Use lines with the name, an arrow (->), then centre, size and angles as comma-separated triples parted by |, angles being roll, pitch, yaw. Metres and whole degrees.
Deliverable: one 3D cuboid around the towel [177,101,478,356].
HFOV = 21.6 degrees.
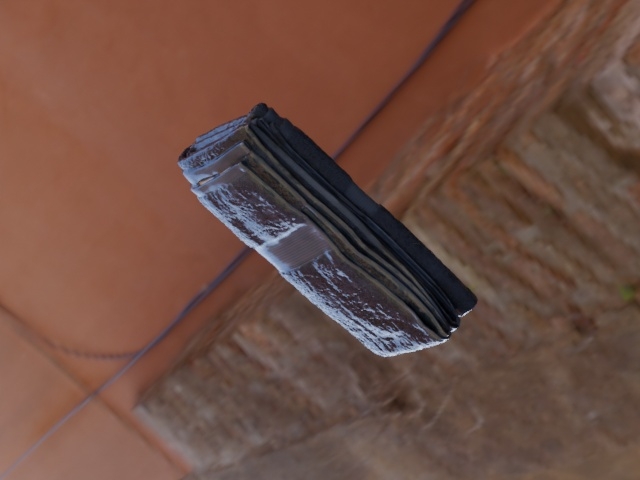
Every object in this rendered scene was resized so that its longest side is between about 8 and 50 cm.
towel -> 0.000, 0.000, 0.651 | 0.119, 0.067, 0.029 | 42, -119, -16
